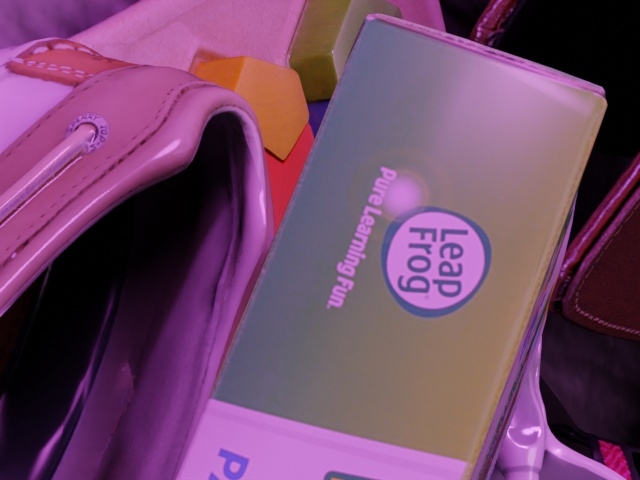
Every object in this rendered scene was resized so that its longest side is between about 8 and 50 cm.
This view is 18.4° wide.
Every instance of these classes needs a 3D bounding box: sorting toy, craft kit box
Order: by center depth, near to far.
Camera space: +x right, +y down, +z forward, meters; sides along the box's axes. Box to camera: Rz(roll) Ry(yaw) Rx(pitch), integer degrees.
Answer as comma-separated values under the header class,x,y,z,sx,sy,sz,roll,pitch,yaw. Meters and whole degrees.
class,x,y,z,sx,sy,sz,roll,pitch,yaw
craft kit box,-0.008,0.108,0.458,0.246,0.061,0.250,92,19,-75
sorting toy,0.000,0.000,0.637,0.208,0.038,0.193,-37,118,-51

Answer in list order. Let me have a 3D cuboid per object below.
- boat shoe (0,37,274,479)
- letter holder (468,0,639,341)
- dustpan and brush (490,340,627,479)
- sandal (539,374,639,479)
class,x,y,z,sx,sy,sz,roll,pitch,yaw
boat shoe,-0.096,0.082,0.426,0.113,0.103,0.302,44,52,-46
letter holder,0.136,-0.086,0.735,0.214,0.152,0.302,-56,157,13
dustpan and brush,0.063,0.096,0.630,0.060,0.147,0.211,108,-20,-56
sandal,0.118,0.113,0.729,0.067,0.040,0.179,27,29,-47
